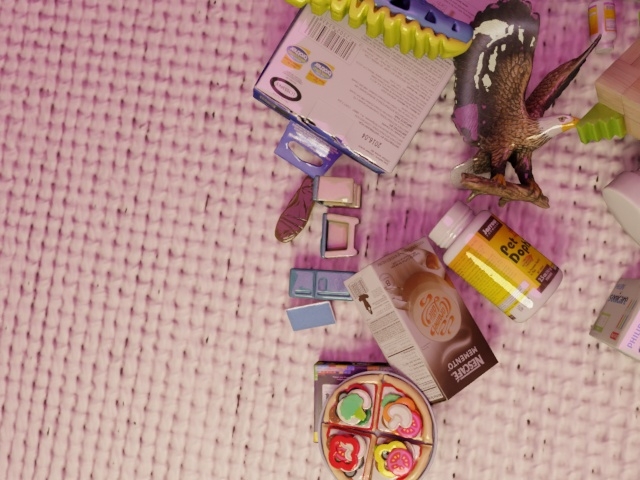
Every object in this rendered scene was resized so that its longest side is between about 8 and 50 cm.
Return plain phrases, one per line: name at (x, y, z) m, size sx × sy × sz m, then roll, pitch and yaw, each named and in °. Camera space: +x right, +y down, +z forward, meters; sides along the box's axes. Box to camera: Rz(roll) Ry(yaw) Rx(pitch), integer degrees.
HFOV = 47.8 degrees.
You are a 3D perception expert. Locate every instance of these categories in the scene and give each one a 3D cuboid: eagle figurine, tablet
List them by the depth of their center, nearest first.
eagle figurine at (0.327, -0.206, 1.170) m, size 0.225 × 0.226 × 0.298 m, roll 5°, pitch 83°, yaw 17°
tablet at (-0.017, 0.136, 1.304) m, size 0.083 × 0.006 × 0.054 m, roll -12°, pitch 122°, yaw 10°

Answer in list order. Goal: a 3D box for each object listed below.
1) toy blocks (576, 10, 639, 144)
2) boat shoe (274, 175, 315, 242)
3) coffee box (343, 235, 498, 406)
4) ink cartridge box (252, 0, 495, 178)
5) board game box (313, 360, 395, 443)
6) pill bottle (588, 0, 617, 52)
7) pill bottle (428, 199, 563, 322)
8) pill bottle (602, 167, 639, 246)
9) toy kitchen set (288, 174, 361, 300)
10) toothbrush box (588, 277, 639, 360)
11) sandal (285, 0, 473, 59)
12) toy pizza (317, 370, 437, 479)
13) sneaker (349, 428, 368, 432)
toy blocks at (0.584, -0.235, 0.990) m, size 0.381 × 0.191 × 0.261 m, roll -45°, pitch 51°, yaw -1°
boat shoe at (-0.037, -0.055, 1.310) m, size 0.050 × 0.045 × 0.135 m, roll 33°, pitch 89°, yaw 1°
coffee box at (0.168, 0.136, 1.211) m, size 0.141 × 0.098 × 0.246 m, roll -26°, pitch 83°, yaw -35°
ink cartridge box at (0.065, -0.293, 1.222) m, size 0.270 × 0.151 × 0.395 m, roll 32°, pitch 91°, yaw -8°
board game box at (0.074, 0.287, 1.278) m, size 0.170 × 0.048 × 0.141 m, roll 1°, pitch 90°, yaw 9°
pill bottle at (0.484, -0.367, 1.240) m, size 0.043 × 0.043 × 0.083 m, roll -3°, pitch 87°, yaw 9°
pill bottle at (0.290, 0.030, 1.218) m, size 0.215 × 0.117 × 0.117 m, roll 40°, pitch 94°, yaw 8°
pill bottle at (0.644, -0.128, 1.121) m, size 0.363 × 0.210 × 0.210 m, roll -39°, pitch 83°, yaw 5°
toy kitchen set at (0.000, 0.000, 1.240) m, size 0.122 × 0.166 × 0.207 m, roll 2°, pitch 88°, yaw 8°
toothbrush box at (0.592, 0.173, 1.120) m, size 0.283 × 0.206 × 0.122 m, roll 29°, pitch 93°, yaw 8°
sandal at (0.091, -0.377, 1.082) m, size 0.317 × 0.126 × 0.138 m, roll 24°, pitch 89°, yaw -7°
toy pizza at (0.087, 0.310, 1.160) m, size 0.201 × 0.032 × 0.201 m, roll -5°, pitch 75°, yaw 20°
sneaker at (0.089, 0.425, 1.200) m, size 0.107 × 0.124 × 0.283 m, roll -5°, pitch 101°, yaw 11°
